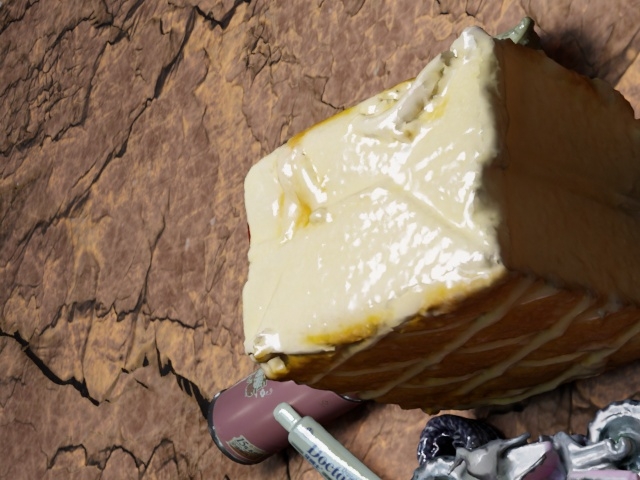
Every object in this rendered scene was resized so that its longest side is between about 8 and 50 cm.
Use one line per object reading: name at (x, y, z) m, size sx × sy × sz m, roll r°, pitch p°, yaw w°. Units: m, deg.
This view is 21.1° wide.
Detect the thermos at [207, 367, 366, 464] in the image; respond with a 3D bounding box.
thermos at (0.001, 0.175, 2.200) m, size 0.330 × 0.136 × 0.109 m, roll -35°, pitch 88°, yaw 41°

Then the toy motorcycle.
toy motorcycle at (0.241, 0.293, 1.833) m, size 0.327 × 0.143 × 0.188 m, roll -22°, pitch 71°, yaw 30°

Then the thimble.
thimble at (0.164, 0.253, 1.991) m, size 0.104 × 0.066 × 0.095 m, roll 10°, pitch 86°, yaw 55°

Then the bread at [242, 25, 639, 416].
bread at (0.148, 0.007, 1.825) m, size 0.390 × 0.371 × 0.279 m, roll -27°, pitch 57°, yaw 41°

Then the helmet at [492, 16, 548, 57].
helmet at (0.198, -0.144, 2.012) m, size 0.204 × 0.137 × 0.257 m, roll -47°, pitch 12°, yaw -21°

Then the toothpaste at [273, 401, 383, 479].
toothpaste at (0.035, 0.287, 2.104) m, size 0.255 × 0.037 × 0.067 m, roll 42°, pitch 111°, yaw 22°

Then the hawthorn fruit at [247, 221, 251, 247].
hawthorn fruit at (0.000, 0.000, 2.203) m, size 0.189 × 0.189 × 0.251 m, roll 43°, pitch 132°, yaw 49°
